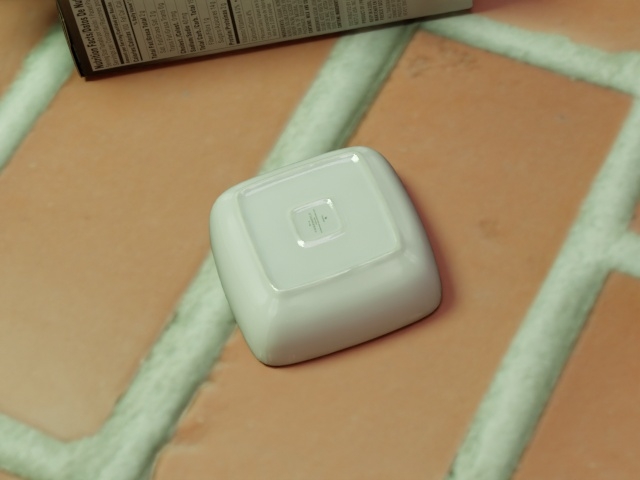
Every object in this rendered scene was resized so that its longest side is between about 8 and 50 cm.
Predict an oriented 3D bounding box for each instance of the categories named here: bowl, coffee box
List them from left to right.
[{"bbox_3d":[-0.050,-0.241,1.324,0.297,0.119,0.168,-10,56,1],"label":"coffee box"},{"bbox_3d":[0.000,0.000,1.200,0.142,0.053,0.142,-18,55,-6],"label":"bowl"}]
